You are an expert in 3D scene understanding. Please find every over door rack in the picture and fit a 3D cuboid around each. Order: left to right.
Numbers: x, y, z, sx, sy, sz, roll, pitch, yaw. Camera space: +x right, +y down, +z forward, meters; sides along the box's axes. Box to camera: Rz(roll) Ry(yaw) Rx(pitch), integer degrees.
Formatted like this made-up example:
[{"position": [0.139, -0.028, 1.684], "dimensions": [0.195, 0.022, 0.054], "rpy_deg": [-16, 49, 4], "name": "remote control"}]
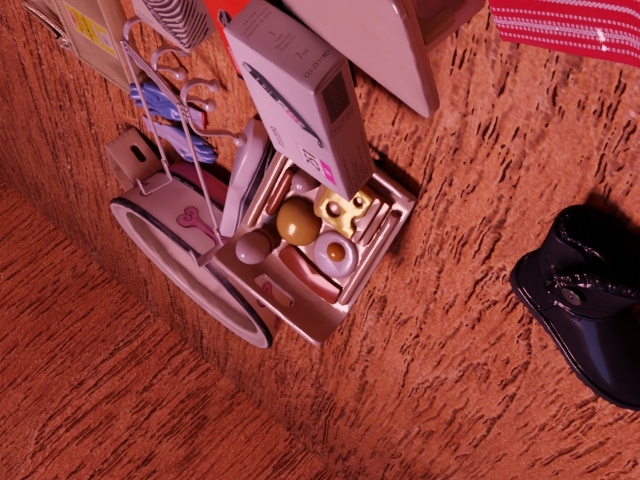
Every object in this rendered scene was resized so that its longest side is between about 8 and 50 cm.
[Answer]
[{"position": [-0.209, -0.161, 1.626], "dimensions": [0.239, 0.108, 0.324], "rpy_deg": [48, 148, 43], "name": "over door rack"}]

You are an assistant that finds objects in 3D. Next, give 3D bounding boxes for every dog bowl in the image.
[{"position": [-0.202, 0.018, 2.002], "dimensions": [0.408, 0.150, 0.408], "rpy_deg": [39, 166, 12], "name": "dog bowl"}]

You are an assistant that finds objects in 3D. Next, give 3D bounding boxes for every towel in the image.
[{"position": [0.185, -0.260, 0.867], "dimensions": [0.199, 0.031, 0.275], "rpy_deg": [25, 153, 45], "name": "towel"}]

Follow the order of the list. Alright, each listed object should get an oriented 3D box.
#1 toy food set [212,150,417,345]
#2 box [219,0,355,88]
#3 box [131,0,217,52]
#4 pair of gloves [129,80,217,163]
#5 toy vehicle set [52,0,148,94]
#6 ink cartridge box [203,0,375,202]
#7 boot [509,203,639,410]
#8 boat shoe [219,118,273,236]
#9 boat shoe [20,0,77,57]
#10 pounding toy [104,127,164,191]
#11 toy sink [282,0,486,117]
[{"position": [-0.018, -0.019, 1.508], "dimensions": [0.219, 0.092, 0.306], "rpy_deg": [39, 127, 12], "name": "toy food set"}, {"position": [-0.044, -0.249, 1.276], "dimensions": [0.147, 0.077, 0.180], "rpy_deg": [34, 159, 27], "name": "box"}, {"position": [-0.185, -0.366, 1.294], "dimensions": [0.113, 0.094, 0.275], "rpy_deg": [37, 160, 19], "name": "box"}, {"position": [-0.258, -0.202, 1.845], "dimensions": [0.159, 0.023, 0.198], "rpy_deg": [26, 155, 16], "name": "pair of gloves"}, {"position": [-0.384, -0.368, 1.777], "dimensions": [0.166, 0.035, 0.267], "rpy_deg": [36, 159, 22], "name": "toy vehicle set"}, {"position": [-0.057, -0.179, 1.175], "dimensions": [0.239, 0.060, 0.275], "rpy_deg": [36, 169, 20], "name": "ink cartridge box"}, {"position": [0.329, 0.082, 1.183], "dimensions": [0.246, 0.094, 0.207], "rpy_deg": [48, 165, 8], "name": "boot"}, {"position": [-0.096, -0.088, 1.698], "dimensions": [0.102, 0.108, 0.301], "rpy_deg": [13, 147, -6], "name": "boat shoe"}, {"position": [-0.483, -0.387, 1.916], "dimensions": [0.056, 0.048, 0.153], "rpy_deg": [16, 146, 54], "name": "boat shoe"}, {"position": [-0.351, -0.139, 2.125], "dimensions": [0.141, 0.100, 0.130], "rpy_deg": [50, 162, 15], "name": "pounding toy"}, {"position": [0.059, -0.249, 0.940], "dimensions": [0.234, 0.131, 0.153], "rpy_deg": [44, 170, 36], "name": "toy sink"}]
